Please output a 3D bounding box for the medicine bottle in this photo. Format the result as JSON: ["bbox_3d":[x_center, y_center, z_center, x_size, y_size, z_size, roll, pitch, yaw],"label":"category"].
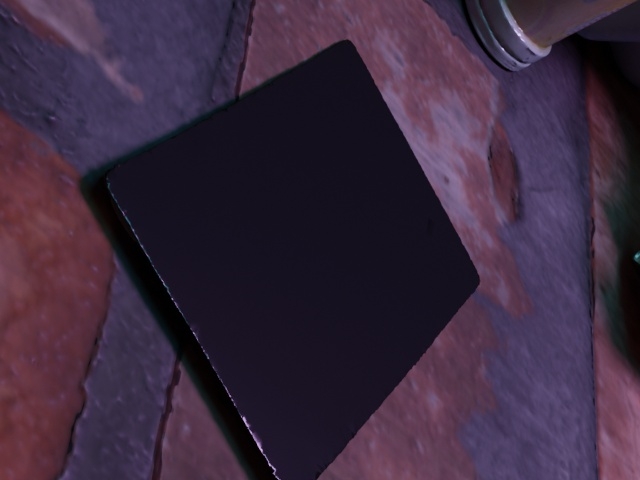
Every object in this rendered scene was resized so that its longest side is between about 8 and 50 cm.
[{"bbox_3d":[0.200,-0.187,0.901,0.074,0.218,0.074,35,41,-39],"label":"medicine bottle"}]

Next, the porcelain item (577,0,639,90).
[{"bbox_3d":[0.348,-0.194,1.111,0.405,0.243,0.178,6,90,-54],"label":"porcelain item"}]

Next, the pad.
[{"bbox_3d":[0.000,0.000,0.688,0.159,0.009,0.265,61,31,-6],"label":"pad"}]

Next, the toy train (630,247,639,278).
[{"bbox_3d":[0.374,-0.019,0.965,0.159,0.326,0.129,55,-7,-31],"label":"toy train"}]
